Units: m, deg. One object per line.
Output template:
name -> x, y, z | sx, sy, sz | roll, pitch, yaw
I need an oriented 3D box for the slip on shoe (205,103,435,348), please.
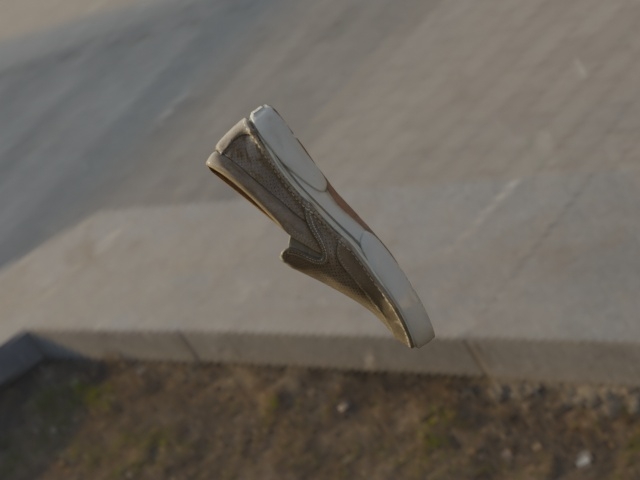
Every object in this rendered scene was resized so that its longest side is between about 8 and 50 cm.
slip on shoe -> 0.000, 0.000, 0.757 | 0.041, 0.135, 0.051 | -37, -3, -4
